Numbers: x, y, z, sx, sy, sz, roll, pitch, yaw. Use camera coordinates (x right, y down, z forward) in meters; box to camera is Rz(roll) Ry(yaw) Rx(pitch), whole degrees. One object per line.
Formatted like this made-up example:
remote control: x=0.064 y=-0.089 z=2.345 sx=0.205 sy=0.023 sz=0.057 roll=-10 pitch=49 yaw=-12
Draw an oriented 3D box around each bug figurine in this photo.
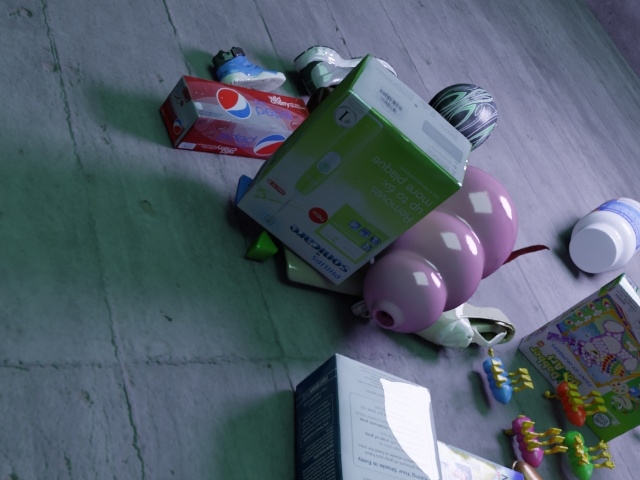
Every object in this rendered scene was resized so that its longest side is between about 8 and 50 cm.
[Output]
bug figurine: x=0.392 y=0.306 z=1.336 sx=0.279 sy=0.072 sz=0.216 roll=21 pitch=40 yaw=-27

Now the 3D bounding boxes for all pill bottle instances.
pill bottle: x=0.709 y=-0.009 z=1.881 sx=0.272 sy=0.152 sz=0.152 roll=-21 pitch=71 yaw=-52

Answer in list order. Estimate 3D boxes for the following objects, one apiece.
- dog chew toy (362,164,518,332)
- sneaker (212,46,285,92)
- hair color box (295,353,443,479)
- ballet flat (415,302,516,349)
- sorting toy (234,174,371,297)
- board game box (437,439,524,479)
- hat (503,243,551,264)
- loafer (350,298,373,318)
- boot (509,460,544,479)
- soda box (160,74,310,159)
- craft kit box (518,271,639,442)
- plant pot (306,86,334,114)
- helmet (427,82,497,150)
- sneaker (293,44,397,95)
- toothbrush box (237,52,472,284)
dog chew toy: x=0.183 y=0.021 z=1.229 sx=0.206 sy=0.206 sz=0.332 roll=44 pitch=51 yaw=-2
sneaker: x=-0.136 y=-0.325 z=1.433 sx=0.152 sy=0.058 sz=0.084 roll=-14 pitch=75 yaw=-43
hair color box: x=0.065 y=0.334 z=0.962 sx=0.174 sy=0.105 sz=0.347 roll=24 pitch=41 yaw=-26
ballet flat: x=0.254 y=0.153 z=1.333 sx=0.248 sy=0.086 sz=0.086 roll=5 pitch=53 yaw=-41
sorting toy: x=0.000 y=0.000 z=1.271 sx=0.348 sy=0.047 sz=0.196 roll=15 pitch=50 yaw=-34
board game box: x=0.216 y=0.446 z=1.054 sx=0.213 sy=0.046 sz=0.317 roll=26 pitch=41 yaw=-24
hat: x=0.258 y=0.021 z=1.383 sx=0.208 sy=0.183 sz=0.173 roll=-18 pitch=69 yaw=-51
loafer: x=0.101 y=0.112 z=1.264 sx=0.125 sy=0.045 sz=0.039 roll=-7 pitch=67 yaw=-50
boot: x=0.398 y=0.404 z=1.181 sx=0.073 sy=0.152 sz=0.197 roll=-21 pitch=71 yaw=-51
soda box: x=-0.132 y=-0.201 z=1.298 sx=0.263 sy=0.083 sz=0.092 roll=3 pitch=55 yaw=-44
craft kit box: x=0.545 y=0.223 z=1.421 sx=0.250 sy=0.246 sz=0.061 roll=47 pitch=39 yaw=3
plant pot: x=0.059 y=-0.207 z=1.441 sx=0.165 sy=0.167 sz=0.167 roll=12 pitch=48 yaw=-27
helmet: x=0.319 y=-0.279 z=1.747 sx=0.169 sy=0.161 sz=0.169 roll=26 pitch=41 yaw=-25
sneaker: x=0.061 y=-0.331 z=1.616 sx=0.271 sy=0.100 sz=0.108 roll=-3 pitch=72 yaw=-42
toothbrush box: x=0.047 y=-0.095 z=1.128 sx=0.206 sy=0.283 sz=0.122 roll=39 pitch=41 yaw=-13
